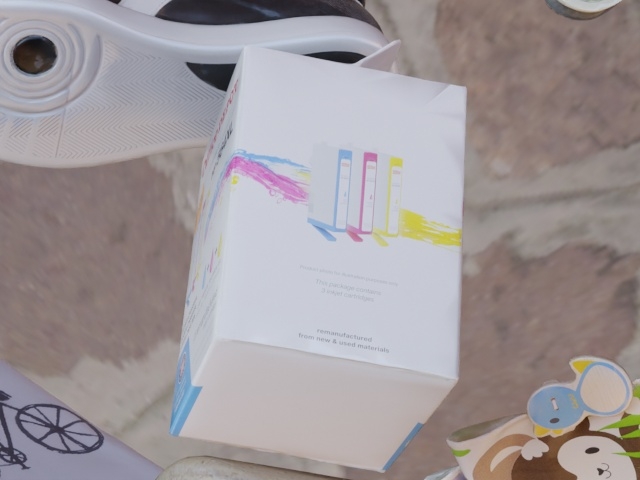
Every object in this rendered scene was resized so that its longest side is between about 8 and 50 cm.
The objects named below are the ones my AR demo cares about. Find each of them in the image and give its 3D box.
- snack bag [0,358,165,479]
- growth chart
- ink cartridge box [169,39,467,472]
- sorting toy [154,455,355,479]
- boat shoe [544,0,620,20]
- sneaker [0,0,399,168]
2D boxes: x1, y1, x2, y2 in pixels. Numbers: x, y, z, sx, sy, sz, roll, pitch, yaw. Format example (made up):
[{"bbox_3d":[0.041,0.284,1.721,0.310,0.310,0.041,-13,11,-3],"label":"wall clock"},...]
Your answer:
[{"bbox_3d":[-0.225,0.173,1.223,0.342,0.323,0.037,31,114,24],"label":"snack bag"},{"bbox_3d":[0.132,0.110,0.824,0.237,0.021,0.172,-26,127,27],"label":"growth chart"},{"bbox_3d":[0.000,0.000,0.738,0.090,0.092,0.143,10,59,-11],"label":"ink cartridge box"},{"bbox_3d":[-0.023,0.128,0.482,0.307,0.229,0.041,13,47,-25],"label":"sorting toy"},{"bbox_3d":[0.207,-0.229,1.350,0.084,0.079,0.233,27,56,-1],"label":"boat shoe"},{"bbox_3d":[-0.084,-0.092,0.828,0.217,0.121,0.079,3,124,-19],"label":"sneaker"}]
